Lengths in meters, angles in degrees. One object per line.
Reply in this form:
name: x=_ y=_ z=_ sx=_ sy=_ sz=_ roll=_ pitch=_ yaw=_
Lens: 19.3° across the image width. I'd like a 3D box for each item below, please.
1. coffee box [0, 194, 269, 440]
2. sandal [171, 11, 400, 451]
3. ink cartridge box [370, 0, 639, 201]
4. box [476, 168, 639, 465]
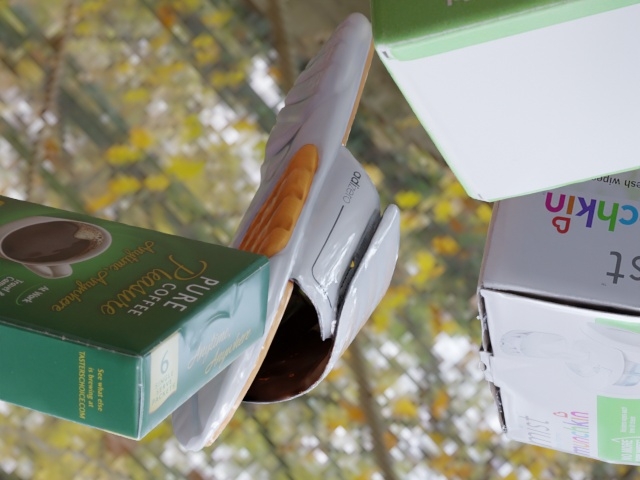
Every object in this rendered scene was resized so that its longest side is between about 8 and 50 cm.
coffee box: x=-0.126 y=0.022 z=0.765 sx=0.184 sy=0.040 sz=0.113 roll=12 pitch=-157 yaw=19
sandal: x=0.005 y=-0.006 z=0.913 sx=0.102 sy=0.076 sz=0.265 roll=-48 pitch=-163 yaw=50
ink cartridge box: x=0.116 y=-0.173 z=0.620 sx=0.198 sy=0.115 sz=0.273 roll=-13 pitch=-118 yaw=17
box: x=0.173 y=-0.019 z=1.089 sx=0.127 sy=0.262 sz=0.231 roll=9 pitch=-112 yaw=12
